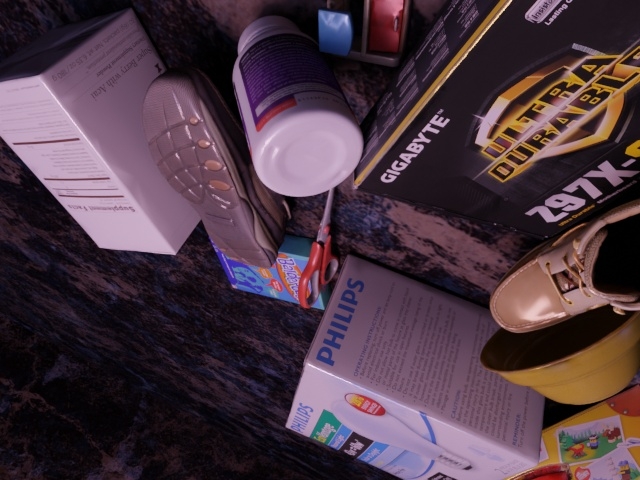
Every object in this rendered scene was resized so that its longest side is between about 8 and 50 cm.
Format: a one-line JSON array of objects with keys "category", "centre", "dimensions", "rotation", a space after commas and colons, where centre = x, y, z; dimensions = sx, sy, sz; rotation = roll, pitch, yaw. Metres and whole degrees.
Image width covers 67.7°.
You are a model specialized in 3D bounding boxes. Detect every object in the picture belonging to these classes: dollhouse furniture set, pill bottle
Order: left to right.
[{"category": "pill bottle", "centre": [-0.033, -0.149, 0.501], "dimensions": [0.108, 0.193, 0.108], "rotation": [-12, 145, -9]}, {"category": "dollhouse furniture set", "centre": [0.060, -0.222, 0.413], "dimensions": [0.129, 0.129, 0.184], "rotation": [16, 142, 15]}]

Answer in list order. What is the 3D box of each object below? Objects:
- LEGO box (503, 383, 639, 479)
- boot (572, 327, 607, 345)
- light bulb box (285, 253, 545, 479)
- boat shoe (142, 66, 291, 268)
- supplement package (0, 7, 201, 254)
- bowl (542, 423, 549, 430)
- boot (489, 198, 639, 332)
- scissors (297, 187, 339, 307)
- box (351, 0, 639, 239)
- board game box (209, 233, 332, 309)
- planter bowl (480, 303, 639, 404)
[{"category": "LEGO box", "centre": [0.489, 0.544, 0.882], "dimensions": [0.372, 0.193, 0.500], "rotation": [40, 118, -16]}, {"category": "boot", "centre": [0.488, 0.162, 0.667], "dimensions": [0.246, 0.083, 0.161], "rotation": [1, 143, 33]}, {"category": "light bulb box", "centre": [0.151, 0.263, 0.874], "dimensions": [0.361, 0.225, 0.358], "rotation": [21, 143, 6]}, {"category": "boat shoe", "centre": [-0.130, -0.102, 0.685], "dimensions": [0.132, 0.130, 0.355], "rotation": [16, 148, 21]}, {"category": "supplement package", "centre": [-0.299, -0.143, 0.695], "dimensions": [0.175, 0.177, 0.293], "rotation": [3, 138, 28]}, {"category": "bowl", "centre": [0.423, 0.516, 1.093], "dimensions": [0.298, 0.134, 0.298], "rotation": [17, 142, 14]}, {"category": "boot", "centre": [0.272, 0.035, 0.490], "dimensions": [0.262, 0.203, 0.095], "rotation": [-35, 76, 31]}, {"category": "scissors", "centre": [0.000, 0.000, 0.747], "dimensions": [0.021, 0.109, 0.297], "rotation": [31, 147, 22]}, {"category": "box", "centre": [0.208, -0.125, 0.409], "dimensions": [0.257, 0.079, 0.322], "rotation": [11, 150, -20]}, {"category": "board game box", "centre": [-0.092, 0.049, 0.913], "dimensions": [0.210, 0.047, 0.160], "rotation": [10, 140, 21]}, {"category": "planter bowl", "centre": [0.322, 0.139, 0.599], "dimensions": [0.090, 0.217, 0.217], "rotation": [57, 141, 2]}]
